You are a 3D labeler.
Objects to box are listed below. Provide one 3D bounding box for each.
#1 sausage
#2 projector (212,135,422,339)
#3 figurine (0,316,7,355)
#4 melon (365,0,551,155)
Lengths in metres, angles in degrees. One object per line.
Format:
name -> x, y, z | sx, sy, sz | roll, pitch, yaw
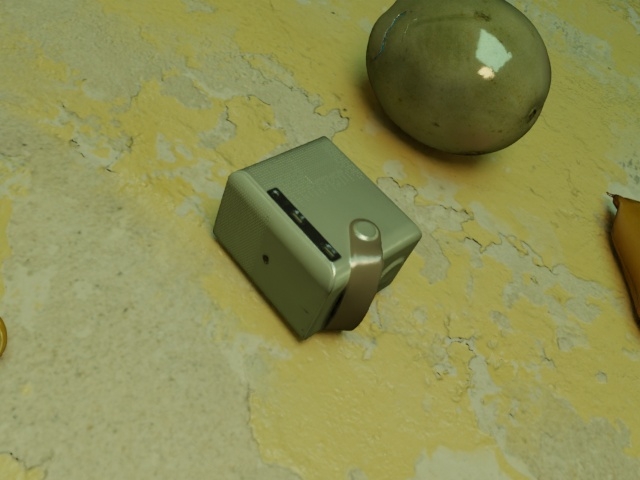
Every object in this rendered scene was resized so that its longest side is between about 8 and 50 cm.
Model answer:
sausage -> 0.570, 0.029, 1.128 | 0.112, 0.112, 0.328 | 10, 50, -16
projector -> 0.000, 0.000, 0.873 | 0.177, 0.163, 0.242 | -28, 65, -35
figurine -> -0.395, 0.131, 0.667 | 0.122, 0.121, 0.176 | 32, 58, -34
melon -> 0.224, -0.290, 1.113 | 0.269, 0.268, 0.330 | -29, 54, -36
